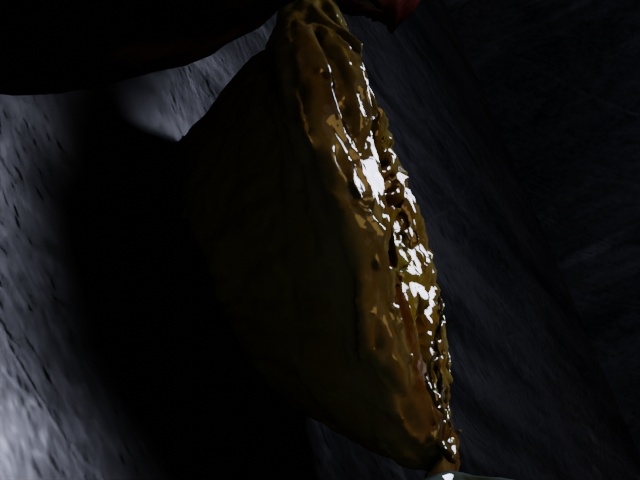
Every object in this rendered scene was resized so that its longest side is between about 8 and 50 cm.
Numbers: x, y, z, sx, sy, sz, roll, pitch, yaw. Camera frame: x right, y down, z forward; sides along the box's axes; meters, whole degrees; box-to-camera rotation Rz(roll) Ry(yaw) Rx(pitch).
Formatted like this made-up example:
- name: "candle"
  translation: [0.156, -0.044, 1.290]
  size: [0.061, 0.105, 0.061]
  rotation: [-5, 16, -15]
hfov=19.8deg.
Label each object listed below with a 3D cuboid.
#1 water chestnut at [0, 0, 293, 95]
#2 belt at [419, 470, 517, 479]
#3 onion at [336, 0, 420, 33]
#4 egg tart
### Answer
- name: "water chestnut"
  translation: [-0.066, -0.196, 0.306]
  size: [0.335, 0.347, 0.335]
  rotation: [50, 16, -20]
- name: "belt"
  translation: [0.053, 0.192, 0.495]
  size: [0.258, 0.150, 0.207]
  rotation: [66, 21, 7]
- name: "onion"
  translation: [-0.043, -0.222, 0.868]
  size: [0.227, 0.120, 0.283]
  rotation: [37, 3, 35]
- name: "egg tart"
  translation: [0.000, 0.000, 0.811]
  size: [0.232, 0.098, 0.252]
  rotation: [60, 14, -56]
